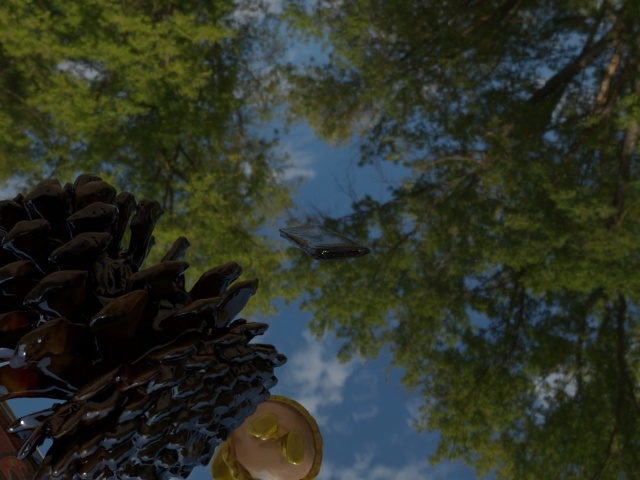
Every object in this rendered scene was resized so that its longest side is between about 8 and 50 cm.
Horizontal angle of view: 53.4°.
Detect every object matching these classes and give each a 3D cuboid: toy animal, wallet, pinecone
[{"bbox_3d":[-0.075,0.290,0.879,0.156,0.230,0.156,6,-116,-13],"label":"toy animal"},{"bbox_3d":[0.000,0.000,0.872,0.082,0.018,0.156,-5,-166,-24],"label":"wallet"},{"bbox_3d":[-0.175,0.064,0.539,0.246,0.246,0.292,-28,-111,-28],"label":"pinecone"}]

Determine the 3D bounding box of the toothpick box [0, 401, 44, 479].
[{"bbox_3d":[-0.370,0.343,0.699,0.204,0.204,0.333,-32,-124,-32],"label":"toothpick box"}]
